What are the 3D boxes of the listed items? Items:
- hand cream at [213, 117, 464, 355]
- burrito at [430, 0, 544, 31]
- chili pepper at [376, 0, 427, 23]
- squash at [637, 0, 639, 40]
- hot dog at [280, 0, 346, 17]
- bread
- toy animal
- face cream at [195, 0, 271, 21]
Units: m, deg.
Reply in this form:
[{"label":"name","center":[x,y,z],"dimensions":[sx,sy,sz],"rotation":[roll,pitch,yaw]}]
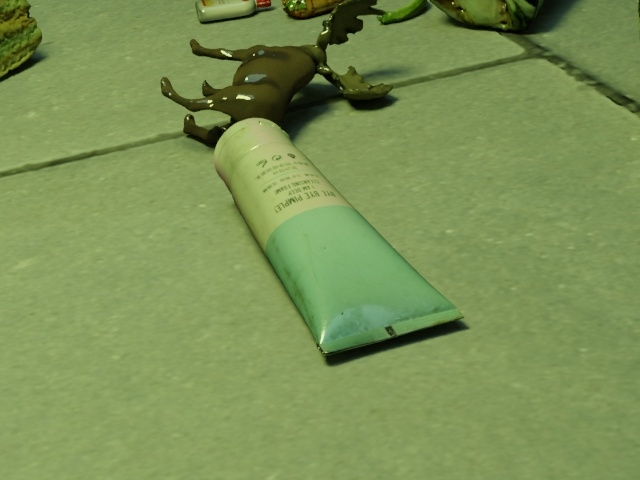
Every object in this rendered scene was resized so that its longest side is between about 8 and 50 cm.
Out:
[{"label":"hand cream","center":[0.000,0.000,1.426],"dimensions":[0.111,0.070,0.312],"rotation":[-12,34,-16]},{"label":"burrito","center":[0.205,-0.299,1.967],"dimensions":[0.144,0.089,0.229],"rotation":[20,34,19]},{"label":"chili pepper","center":[0.093,-0.252,1.969],"dimensions":[0.083,0.017,0.030],"rotation":[-27,31,-37]},{"label":"squash","center":[0.362,-0.177,1.594],"dimensions":[0.237,0.155,0.204],"rotation":[-19,25,-24]},{"label":"hot dog","center":[0.009,-0.275,2.014],"dimensions":[0.122,0.037,0.049],"rotation":[-19,25,-28]},{"label":"bread","center":[-0.401,-0.215,1.908],"dimensions":[0.138,0.102,0.196],"rotation":[17,32,35]},{"label":"toy animal","center":[-0.034,-0.154,1.724],"dimensions":[0.186,0.094,0.214],"rotation":[-2,32,19]},{"label":"face cream","center":[-0.097,-0.261,2.026],"dimensions":[0.083,0.021,0.040],"rotation":[-9,26,-8]}]
